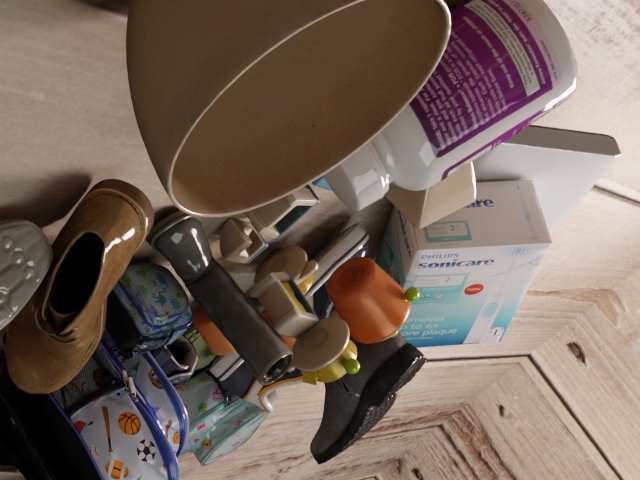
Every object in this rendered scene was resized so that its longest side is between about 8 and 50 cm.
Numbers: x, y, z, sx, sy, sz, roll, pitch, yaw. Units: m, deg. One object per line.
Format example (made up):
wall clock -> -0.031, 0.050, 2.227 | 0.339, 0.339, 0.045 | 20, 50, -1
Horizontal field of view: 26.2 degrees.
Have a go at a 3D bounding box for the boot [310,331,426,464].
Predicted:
boot -> 0.021, 0.199, 2.223 | 0.118, 0.223, 0.338 | -32, 162, -45

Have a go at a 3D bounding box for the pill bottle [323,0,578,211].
pill bottle -> 0.133, -0.163, 1.601 | 0.301, 0.169, 0.169 | -32, 161, -11

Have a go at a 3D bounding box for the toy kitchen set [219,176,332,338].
toy kitchen set -> 0.000, 0.000, 1.770 | 0.207, 0.166, 0.122 | -41, 160, 17

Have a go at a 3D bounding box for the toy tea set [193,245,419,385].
toy tea set -> -0.021, 0.116, 1.895 | 0.200, 0.336, 0.124 | -54, 126, -22

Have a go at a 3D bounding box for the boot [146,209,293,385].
boot -> -0.119, 0.073, 1.675 | 0.076, 0.208, 0.190 | -33, 161, 0

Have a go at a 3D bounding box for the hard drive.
hard drive -> 0.284, -0.055, 2.184 | 0.233, 0.047, 0.353 | 4, 145, -24

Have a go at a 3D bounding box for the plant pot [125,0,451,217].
plant pot -> -0.057, -0.182, 1.190 | 0.284, 0.191, 0.284 | -31, 160, -12

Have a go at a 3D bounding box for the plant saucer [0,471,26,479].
plant saucer -> -0.416, 0.380, 1.884 | 0.400, 0.101, 0.400 | 6, 176, 0

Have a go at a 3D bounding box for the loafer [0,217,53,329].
loafer -> -0.416, 0.083, 1.391 | 0.319, 0.112, 0.111 | -36, -159, -16

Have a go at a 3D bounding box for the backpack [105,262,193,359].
backpack -> -0.212, 0.082, 1.704 | 0.084, 0.105, 0.114 | -44, 161, 26

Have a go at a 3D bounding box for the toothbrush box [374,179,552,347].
toothbrush box -> 0.208, 0.042, 2.150 | 0.216, 0.126, 0.296 | -3, 145, -14

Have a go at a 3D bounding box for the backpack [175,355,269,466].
backpack -> -0.179, 0.272, 2.174 | 0.188, 0.144, 0.166 | -20, 162, -30

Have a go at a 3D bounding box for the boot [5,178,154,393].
boot -> -0.285, 0.073, 1.494 | 0.305, 0.112, 0.115 | -58, -176, 34

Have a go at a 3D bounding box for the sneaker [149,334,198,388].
sneaker -> -0.269, 0.203, 1.907 | 0.226, 0.086, 0.163 | -33, 175, -38

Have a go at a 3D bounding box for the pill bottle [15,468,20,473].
pill bottle -> -0.426, 0.361, 2.081 | 0.065, 0.065, 0.116 | -29, 161, -16

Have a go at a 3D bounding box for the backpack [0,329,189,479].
backpack -> -0.289, 0.250, 1.727 | 0.213, 0.263, 0.276 | -21, 158, -28

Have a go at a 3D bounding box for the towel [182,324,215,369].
towel -> -0.181, 0.156, 2.062 | 0.110, 0.027, 0.148 | -17, 154, -45

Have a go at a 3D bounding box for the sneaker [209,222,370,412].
sneaker -> -0.016, 0.119, 2.042 | 0.321, 0.127, 0.126 | -46, -177, 17

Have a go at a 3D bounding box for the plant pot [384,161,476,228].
plant pot -> 0.150, -0.101, 1.893 | 0.109, 0.109, 0.096 | -25, 147, -26
